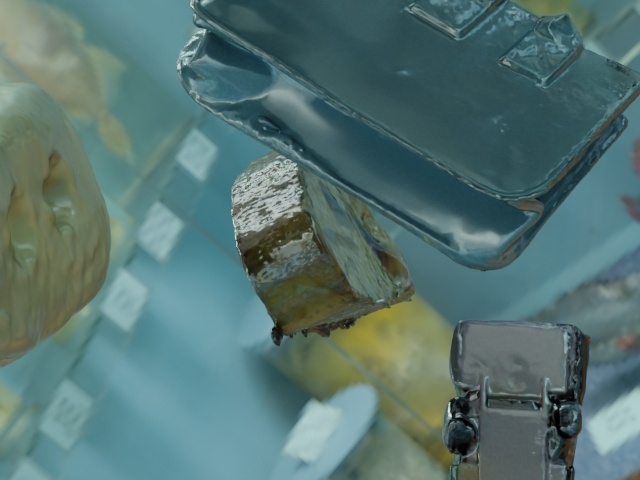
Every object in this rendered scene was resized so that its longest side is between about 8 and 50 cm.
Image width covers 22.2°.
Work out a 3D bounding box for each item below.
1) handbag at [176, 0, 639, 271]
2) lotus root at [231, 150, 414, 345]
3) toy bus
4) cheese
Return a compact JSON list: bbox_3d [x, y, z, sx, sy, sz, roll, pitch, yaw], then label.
[{"bbox_3d":[0.051,-0.096,0.909,0.179,0.229,0.062,-45,-20,-41],"label":"handbag"},{"bbox_3d":[0.000,0.000,1.339,0.074,0.170,0.261,-29,0,16],"label":"lotus root"},{"bbox_3d":[0.141,0.223,1.228,0.138,0.113,0.316,80,-164,-65],"label":"toy bus"},{"bbox_3d":[-0.229,-0.004,1.056,0.248,0.173,0.251,-33,12,-35],"label":"cheese"}]
